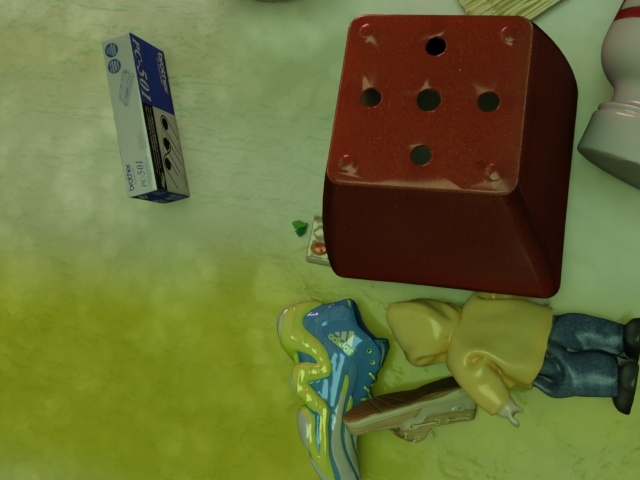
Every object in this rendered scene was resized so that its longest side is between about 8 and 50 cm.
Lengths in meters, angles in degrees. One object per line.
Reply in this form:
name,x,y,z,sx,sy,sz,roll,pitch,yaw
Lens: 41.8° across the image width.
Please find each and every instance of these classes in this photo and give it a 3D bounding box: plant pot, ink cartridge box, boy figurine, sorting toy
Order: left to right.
ink cartridge box,-0.228,-0.156,1.096,0.046,0.097,0.207,-13,84,15
sorting toy,0.000,0.000,1.068,0.083,0.012,0.062,10,91,16
plant pot,0.132,-0.102,0.893,0.267,0.236,0.267,5,77,16
boy figurine,0.211,0.126,0.950,0.285,0.092,0.177,6,56,18

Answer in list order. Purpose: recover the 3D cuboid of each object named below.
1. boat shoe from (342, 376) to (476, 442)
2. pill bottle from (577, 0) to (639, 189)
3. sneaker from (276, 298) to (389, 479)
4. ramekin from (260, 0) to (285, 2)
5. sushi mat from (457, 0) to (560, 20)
boat shoe,0.109,0.206,0.975,0.170,0.063,0.059,-12,97,-16
pill bottle,0.432,-0.239,0.844,0.229,0.229,0.407,28,96,15
sneaker,0.032,0.179,1.010,0.126,0.091,0.240,-20,81,14
ramekin,-0.066,-0.402,1.056,0.207,0.109,0.207,-1,88,15
sushi mat,0.298,-0.377,0.997,0.316,0.019,0.151,-32,79,12
